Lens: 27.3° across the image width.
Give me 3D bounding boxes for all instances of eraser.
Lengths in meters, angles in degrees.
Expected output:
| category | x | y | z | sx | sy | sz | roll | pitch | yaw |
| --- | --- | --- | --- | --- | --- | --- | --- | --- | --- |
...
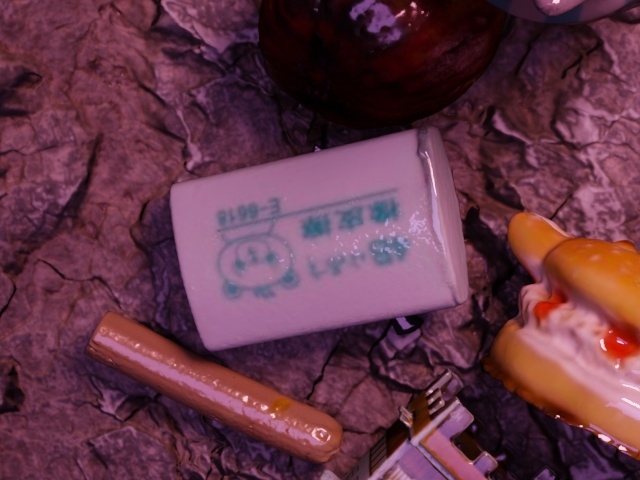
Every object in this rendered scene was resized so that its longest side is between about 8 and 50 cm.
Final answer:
| category | x | y | z | sx | sy | sz | roll | pitch | yaw |
| --- | --- | --- | --- | --- | --- | --- | --- | --- | --- |
| eraser | 0.000 | 0.000 | 1.378 | 0.290 | 0.104 | 0.189 | -12 | 96 | 17 |

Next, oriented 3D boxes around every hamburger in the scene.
| category | x | y | z | sx | sy | sz | roll | pitch | yaw |
| --- | --- | --- | --- | --- | --- | --- | --- | --- | --- |
| hamburger | 0.303 | 0.095 | 1.309 | 0.303 | 0.261 | 0.186 | 29 | 96 | 44 |

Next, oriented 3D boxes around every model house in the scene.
| category | x | y | z | sx | sy | sz | roll | pitch | yaw |
| --- | --- | --- | --- | --- | --- | --- | --- | --- | --- |
| model house | 0.129 | 0.284 | 1.368 | 0.224 | 0.198 | 0.215 | 44 | 97 | -2 |

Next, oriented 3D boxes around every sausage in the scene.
| category | x | y | z | sx | sy | sz | roll | pitch | yaw |
| --- | --- | --- | --- | --- | --- | --- | --- | --- | --- |
| sausage | -0.114 | 0.164 | 1.450 | 0.301 | 0.066 | 0.066 | 27 | 100 | 3 |

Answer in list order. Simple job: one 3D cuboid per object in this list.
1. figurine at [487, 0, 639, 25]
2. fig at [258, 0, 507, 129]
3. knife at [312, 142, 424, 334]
| category | x | y | z | sx | sy | sz | roll | pitch | yaw |
| --- | --- | --- | --- | --- | --- | --- | --- | --- | --- |
| figurine | 0.259 | -0.286 | 1.085 | 0.361 | 0.377 | 0.266 | -26 | 122 | 40 |
| fig | 0.069 | -0.221 | 1.298 | 0.263 | 0.224 | 0.224 | -20 | 95 | -5 |
| knife | 0.051 | -0.005 | 1.429 | 0.060 | 0.028 | 0.230 | -32 | 88 | 8 |
